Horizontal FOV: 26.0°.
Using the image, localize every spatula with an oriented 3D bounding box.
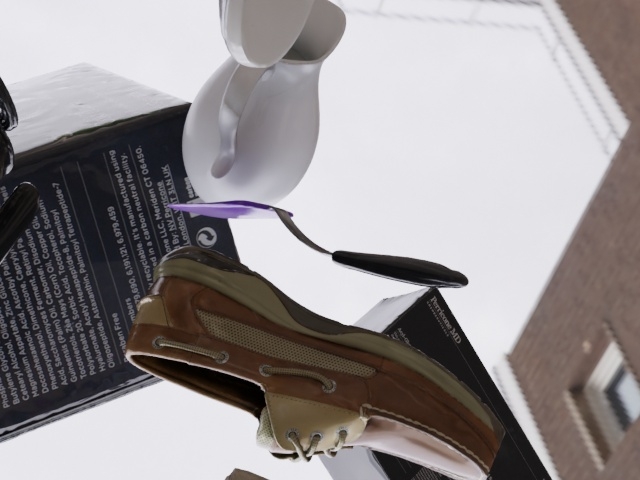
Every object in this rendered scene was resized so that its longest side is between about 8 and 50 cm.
[{"bbox_3d":[0.000,0.000,1.174,0.296,0.030,0.084,19,-176,36],"label":"spatula"}]

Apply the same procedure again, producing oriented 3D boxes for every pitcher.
[{"bbox_3d":[-0.066,-0.111,1.274,0.125,0.207,0.178,31,-139,7],"label":"pitcher"}]

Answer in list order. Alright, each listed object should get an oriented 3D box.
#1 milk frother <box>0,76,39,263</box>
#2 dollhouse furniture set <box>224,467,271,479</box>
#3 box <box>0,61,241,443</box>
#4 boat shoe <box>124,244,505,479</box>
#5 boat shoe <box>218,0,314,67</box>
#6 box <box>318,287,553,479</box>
[{"bbox_3d":[-0.264,-0.049,0.908,0.129,0.143,0.135,13,-130,24],"label":"milk frother"},{"bbox_3d":[-0.060,0.375,0.821,0.362,0.256,0.394,23,-148,-8],"label":"dollhouse furniture set"},{"bbox_3d":[-0.392,0.013,1.607,0.472,0.297,0.480,-22,-160,-19],"label":"box"},{"bbox_3d":[-0.013,0.127,1.143,0.324,0.122,0.120,26,-116,10],"label":"boat shoe"},{"bbox_3d":[-0.040,-0.196,0.849,0.063,0.184,0.066,5,178,37],"label":"boat shoe"},{"bbox_3d":[0.104,0.208,1.452,0.184,0.103,0.261,-38,-79,-34],"label":"box"}]
